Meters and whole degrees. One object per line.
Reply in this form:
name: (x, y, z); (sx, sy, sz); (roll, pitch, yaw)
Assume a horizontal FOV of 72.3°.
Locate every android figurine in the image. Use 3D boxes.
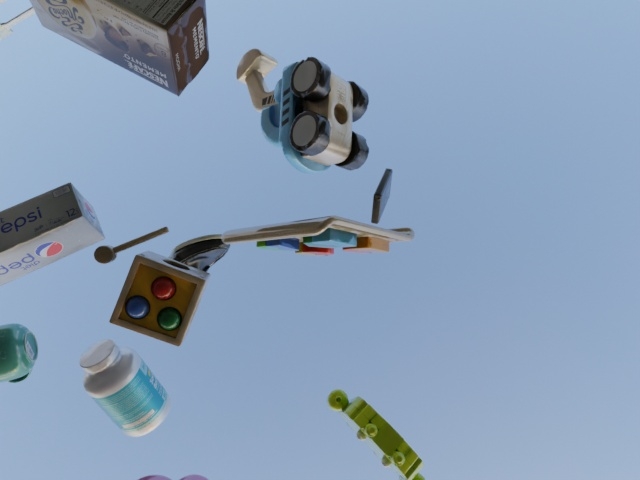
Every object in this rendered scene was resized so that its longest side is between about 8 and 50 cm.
android figurine: (0.110, 0.389, 0.861); (0.056, 0.273, 0.248); (-42, -103, -15)

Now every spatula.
spatula: (-0.783, -0.557, 1.037); (0.242, 0.168, 0.019); (-16, -108, 18)

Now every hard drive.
hard drive: (0.166, -0.120, 1.179); (0.022, 0.094, 0.135); (13, -139, 14)

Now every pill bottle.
pill bottle: (-0.516, 0.382, 1.152); (0.146, 0.264, 0.146); (-13, -147, 9)

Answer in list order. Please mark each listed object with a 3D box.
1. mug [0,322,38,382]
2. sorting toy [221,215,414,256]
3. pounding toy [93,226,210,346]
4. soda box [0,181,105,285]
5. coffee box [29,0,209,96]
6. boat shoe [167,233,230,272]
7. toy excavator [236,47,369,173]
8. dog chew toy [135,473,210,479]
mug: (-0.728, 0.264, 1.034); (0.097, 0.158, 0.130); (-13, -105, -15)
sorting toy: (0.000, 0.000, 0.610); (0.193, 0.208, 0.038); (-5, -96, 41)
pounding toy: (-0.310, 0.063, 0.781); (0.206, 0.094, 0.181); (22, -89, -8)
soda box: (-0.575, 0.005, 0.826); (0.286, 0.098, 0.091); (-27, -113, -12)
coffee box: (-0.361, -0.414, 0.784); (0.297, 0.168, 0.119); (28, -113, -2)
boat shoe: (-0.354, 0.088, 1.133); (0.340, 0.127, 0.113); (-24, -111, 24)
toy excavator: (-0.098, -0.402, 1.299); (0.445, 0.222, 0.433); (-3, -98, 40)
dog chew toy: (-0.357, 0.572, 0.871); (0.331, 0.206, 0.207); (-13, -104, -10)
